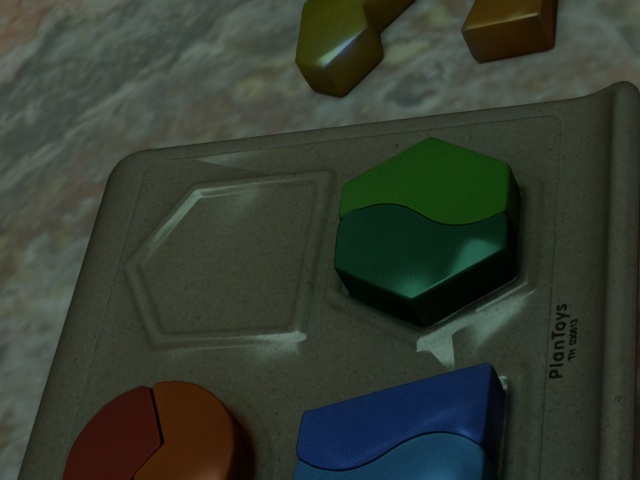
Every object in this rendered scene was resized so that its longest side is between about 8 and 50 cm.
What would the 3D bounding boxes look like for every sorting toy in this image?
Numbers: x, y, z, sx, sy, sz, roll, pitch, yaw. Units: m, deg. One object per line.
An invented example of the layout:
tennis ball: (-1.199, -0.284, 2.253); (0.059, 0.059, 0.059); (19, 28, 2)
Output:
sorting toy: (0.000, 0.000, 0.487); (0.229, 0.041, 0.307); (-8, 52, 25)
